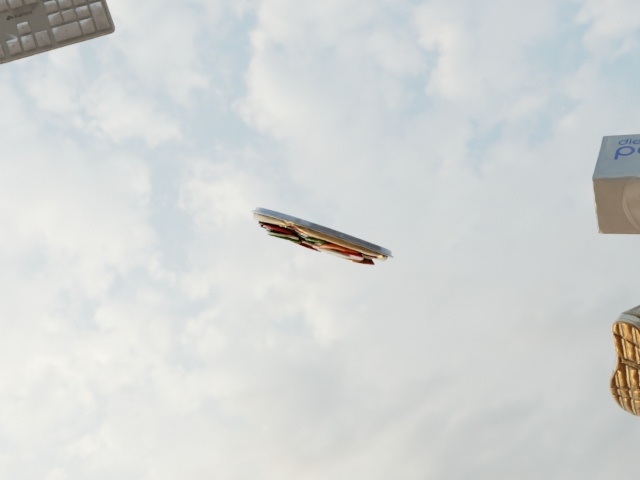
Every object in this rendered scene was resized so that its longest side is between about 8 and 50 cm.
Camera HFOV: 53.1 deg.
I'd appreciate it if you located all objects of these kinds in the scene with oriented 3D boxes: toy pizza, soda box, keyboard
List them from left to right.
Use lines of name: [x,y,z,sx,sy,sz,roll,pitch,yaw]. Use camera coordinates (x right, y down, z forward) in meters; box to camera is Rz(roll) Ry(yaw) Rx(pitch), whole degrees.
keyboard: [-0.292,-0.156,0.489,0.256,0.072,0.014,-19,-11,-7]
toy pizza: [0.000,0.000,0.863,0.201,0.201,0.032,19,-92,-33]
soda box: [0.474,-0.068,0.737,0.098,0.286,0.091,-57,-44,-39]

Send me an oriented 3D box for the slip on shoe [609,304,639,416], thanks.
slip on shoe: [0.319,0.120,0.641,0.041,0.051,0.135,-35,-59,-26]
